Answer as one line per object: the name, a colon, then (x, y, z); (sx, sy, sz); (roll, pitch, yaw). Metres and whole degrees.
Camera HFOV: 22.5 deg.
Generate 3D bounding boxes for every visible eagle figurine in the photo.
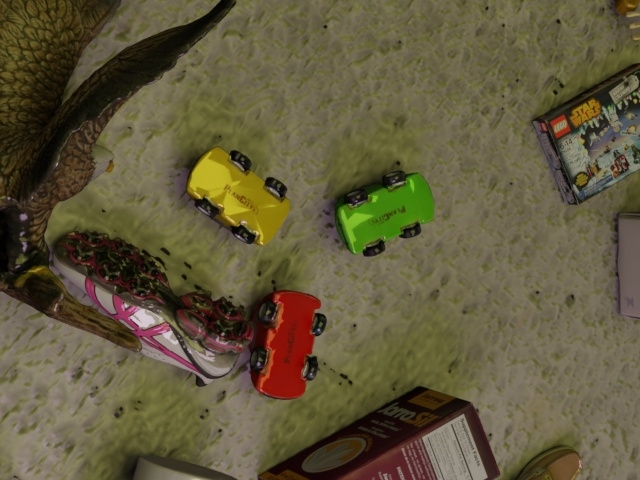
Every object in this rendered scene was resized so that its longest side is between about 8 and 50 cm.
eagle figurine: (-0.212, -0.092, 1.284); (0.226, 0.225, 0.298); (15, 98, -11)

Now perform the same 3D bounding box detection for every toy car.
toy car: (0.000, 0.000, 1.459); (0.225, 0.053, 0.239); (-24, 104, -22)

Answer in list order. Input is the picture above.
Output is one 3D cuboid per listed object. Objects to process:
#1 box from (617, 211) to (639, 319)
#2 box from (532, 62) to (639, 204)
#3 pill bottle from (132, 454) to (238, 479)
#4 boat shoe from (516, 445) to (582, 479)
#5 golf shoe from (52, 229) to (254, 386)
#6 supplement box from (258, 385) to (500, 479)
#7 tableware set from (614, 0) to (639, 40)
box: (0.442, 0.018, 1.645); (0.275, 0.094, 0.113); (-6, 96, -25)
box: (0.286, -0.107, 1.599); (0.137, 0.027, 0.094); (-30, 105, -20)
pill bottle: (-0.139, 0.303, 1.378); (0.124, 0.124, 0.221); (17, 86, -25)
boat shoe: (0.212, 0.254, 1.582); (0.135, 0.045, 0.050); (-37, 108, -18)
golf shoe: (-0.154, 0.063, 1.381); (0.186, 0.067, 0.086); (32, 122, -6)
supplement box: (0.054, 0.215, 1.472); (0.188, 0.104, 0.080); (-27, 104, -22)
tableware set: (0.362, -0.253, 1.608); (0.154, 0.024, 0.104); (-12, 81, -12)
